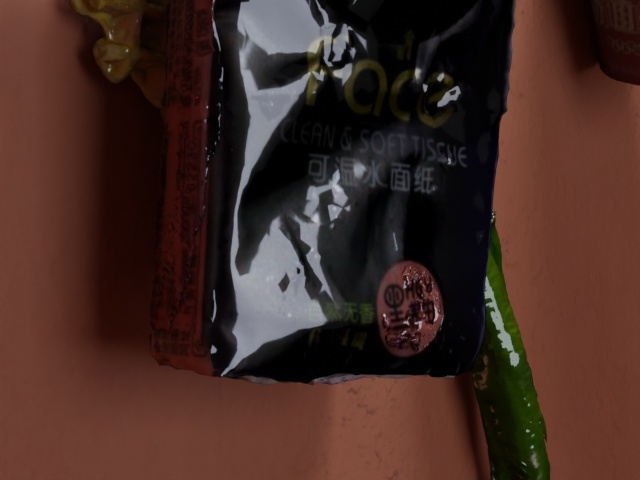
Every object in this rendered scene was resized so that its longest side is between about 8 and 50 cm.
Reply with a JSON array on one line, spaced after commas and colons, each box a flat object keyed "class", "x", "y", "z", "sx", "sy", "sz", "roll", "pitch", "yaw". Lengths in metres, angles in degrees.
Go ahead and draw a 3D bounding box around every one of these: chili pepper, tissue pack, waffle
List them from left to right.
[{"class": "waffle", "x": -0.083, "y": -0.159, "z": 0.915, "sx": 0.192, "sy": 0.046, "sz": 0.161, "roll": -48, "pitch": 126, "yaw": -41}, {"class": "tissue pack", "x": 0.009, "y": -0.074, "z": 0.890, "sx": 0.245, "sy": 0.123, "sz": 0.332, "roll": 6, "pitch": 87, "yaw": -44}, {"class": "chili pepper", "x": 0.153, "y": 0.154, "z": 1.191, "sx": 0.085, "sy": 0.076, "sz": 0.359, "roll": -39, "pitch": 122, "yaw": -73}]

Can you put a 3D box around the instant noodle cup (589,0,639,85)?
[{"class": "instant noodle cup", "x": 0.355, "y": -0.255, "z": 1.333, "sx": 0.235, "sy": 0.235, "sz": 0.178, "roll": -32, "pitch": 122, "yaw": -47}]
